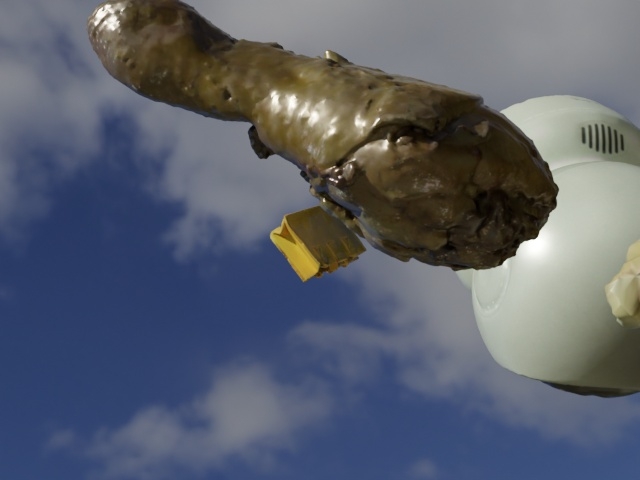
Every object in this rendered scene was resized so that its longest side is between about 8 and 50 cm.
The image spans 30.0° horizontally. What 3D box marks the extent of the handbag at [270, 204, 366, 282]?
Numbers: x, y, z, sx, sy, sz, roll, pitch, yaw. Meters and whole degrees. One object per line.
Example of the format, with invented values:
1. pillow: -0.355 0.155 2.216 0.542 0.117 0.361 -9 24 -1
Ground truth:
1. handbag: 0.000 0.000 1.076 0.083 0.061 0.027 -17 -25 -51

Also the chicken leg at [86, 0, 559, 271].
1. chicken leg: -0.001 -0.049 0.464 0.197 0.085 0.069 26 -54 6

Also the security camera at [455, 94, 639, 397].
1. security camera: 0.204 0.017 0.896 0.194 0.236 0.195 -6 -59 -10

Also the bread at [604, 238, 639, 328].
1. bread: 0.248 -0.048 0.468 0.245 0.424 0.329 -2 -32 2
